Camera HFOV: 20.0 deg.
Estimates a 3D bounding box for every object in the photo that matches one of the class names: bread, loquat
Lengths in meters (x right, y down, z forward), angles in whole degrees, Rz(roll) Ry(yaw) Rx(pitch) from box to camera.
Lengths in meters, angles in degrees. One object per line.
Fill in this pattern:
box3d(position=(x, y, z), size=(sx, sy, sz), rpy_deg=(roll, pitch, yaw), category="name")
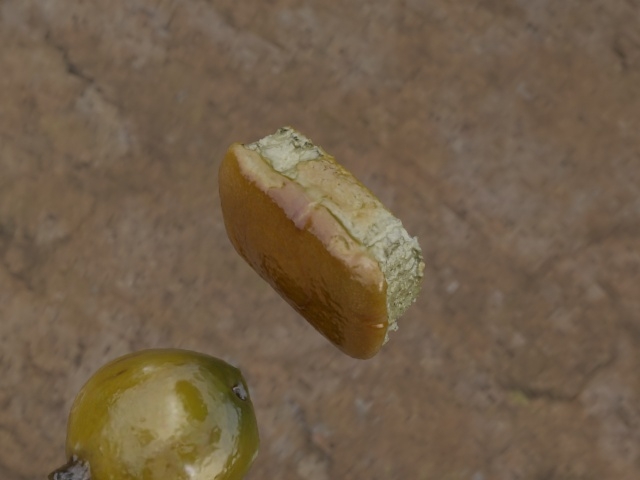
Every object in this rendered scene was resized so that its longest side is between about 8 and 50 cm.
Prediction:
box3d(position=(0.000, 0.000, 1.819), size=(0.121, 0.174, 0.245), rpy_deg=(-36, 62, -16), category="bread")
box3d(position=(-0.191, 0.223, 1.998), size=(0.246, 0.213, 0.213), rpy_deg=(-22, 72, -32), category="loquat")
